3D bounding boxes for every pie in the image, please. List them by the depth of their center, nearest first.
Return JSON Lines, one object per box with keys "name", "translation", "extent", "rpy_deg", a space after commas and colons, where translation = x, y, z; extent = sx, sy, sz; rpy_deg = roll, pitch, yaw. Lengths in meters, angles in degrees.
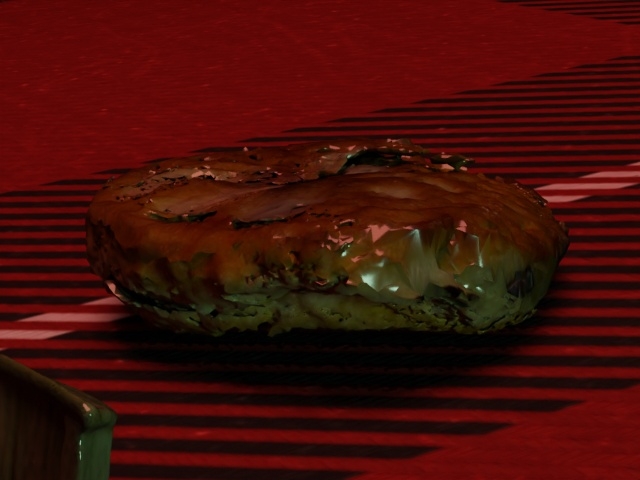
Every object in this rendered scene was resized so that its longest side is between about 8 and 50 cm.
{"name": "pie", "translation": [0.000, -0.001, 1.032], "extent": [0.308, 0.085, 0.308], "rpy_deg": [-4, 13, 1]}

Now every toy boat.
{"name": "toy boat", "translation": [-0.203, 0.082, 0.823], "extent": [0.293, 0.093, 0.055], "rpy_deg": [6, 2, 32]}
